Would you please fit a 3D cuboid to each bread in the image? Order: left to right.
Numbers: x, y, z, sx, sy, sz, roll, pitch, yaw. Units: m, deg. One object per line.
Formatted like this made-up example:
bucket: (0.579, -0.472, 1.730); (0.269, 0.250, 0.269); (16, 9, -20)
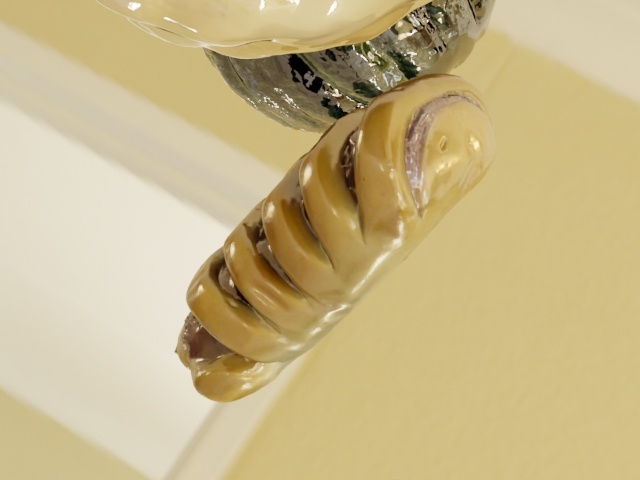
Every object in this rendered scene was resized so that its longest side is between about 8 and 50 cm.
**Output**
bread: (0.000, 0.000, 1.013); (0.081, 0.134, 0.225); (47, -60, 0)

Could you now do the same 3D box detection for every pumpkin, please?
pumpkin: (0.018, -0.175, 1.252); (0.220, 0.220, 0.162); (6, -34, 52)

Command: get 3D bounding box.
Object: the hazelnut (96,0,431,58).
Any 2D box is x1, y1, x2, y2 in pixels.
hazelnut: (-0.021, -0.204, 0.879); (0.241, 0.261, 0.261); (37, -20, 13)
